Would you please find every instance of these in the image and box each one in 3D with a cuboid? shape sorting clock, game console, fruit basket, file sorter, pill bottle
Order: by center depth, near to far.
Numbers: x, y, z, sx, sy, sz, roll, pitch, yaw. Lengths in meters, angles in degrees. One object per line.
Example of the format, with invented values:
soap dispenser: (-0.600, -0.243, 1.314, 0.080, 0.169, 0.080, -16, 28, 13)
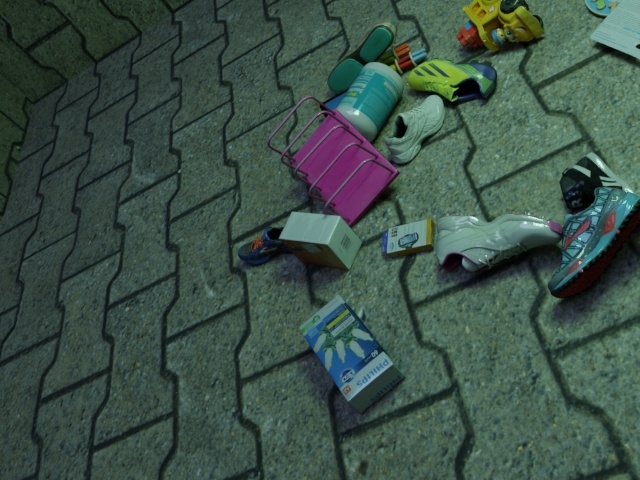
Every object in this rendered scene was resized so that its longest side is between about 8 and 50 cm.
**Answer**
fruit basket: (0.897, -0.573, 1.603, 0.353, 0.165, 0.327, -53, 41, 11)
shape sorting clock: (0.827, -0.689, 1.796, 0.206, 0.040, 0.206, -20, 47, 23)
file sorter: (0.024, -0.221, 1.799, 0.202, 0.182, 0.291, -48, 62, 14)
pill bottle: (0.131, -0.393, 1.980, 0.146, 0.146, 0.264, 15, 66, 42)
game console: (0.069, -0.404, 2.088, 0.122, 0.071, 0.107, -26, 45, 17)

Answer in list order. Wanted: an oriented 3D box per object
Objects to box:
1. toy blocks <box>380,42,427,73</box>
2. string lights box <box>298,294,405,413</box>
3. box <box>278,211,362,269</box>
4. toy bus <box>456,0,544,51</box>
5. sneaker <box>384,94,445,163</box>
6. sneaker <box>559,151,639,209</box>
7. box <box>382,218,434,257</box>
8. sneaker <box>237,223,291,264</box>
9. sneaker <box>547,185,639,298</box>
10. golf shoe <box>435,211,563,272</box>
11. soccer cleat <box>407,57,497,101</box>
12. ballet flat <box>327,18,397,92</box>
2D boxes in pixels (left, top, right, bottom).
toy blocks: (0.264, -0.586, 2.107, 0.148, 0.054, 0.123, -22, 47, 20)
string lights box: (0.069, 0.261, 1.550, 0.133, 0.077, 0.260, -40, 43, 0)
box: (0.000, 0.000, 1.770, 0.170, 0.130, 0.091, 6, 62, 40)
toy bus: (0.505, -0.626, 1.915, 0.211, 0.149, 0.220, -40, 44, 21)
sneaker: (0.265, -0.332, 1.857, 0.090, 0.115, 0.232, 22, 71, 44)
sneaker: (0.611, -0.092, 1.455, 0.121, 0.079, 0.217, -38, 39, 14)
box: (0.224, -0.004, 1.689, 0.136, 0.028, 0.081, -14, 49, 30)
sneaker: (-0.149, 0.001, 1.908, 0.221, 0.087, 0.083, -20, 46, 22)
sneaker: (0.550, 0.002, 1.372, 0.262, 0.104, 0.125, -52, 48, 5)
golf shoe: (0.400, 0.012, 1.505, 0.306, 0.115, 0.140, -1, 67, 42)
soccer cleat: (0.364, -0.454, 1.902, 0.289, 0.093, 0.121, 9, 65, 40)
ballet flat: (0.142, -0.593, 2.128, 0.316, 0.107, 0.106, -35, 23, 43)
